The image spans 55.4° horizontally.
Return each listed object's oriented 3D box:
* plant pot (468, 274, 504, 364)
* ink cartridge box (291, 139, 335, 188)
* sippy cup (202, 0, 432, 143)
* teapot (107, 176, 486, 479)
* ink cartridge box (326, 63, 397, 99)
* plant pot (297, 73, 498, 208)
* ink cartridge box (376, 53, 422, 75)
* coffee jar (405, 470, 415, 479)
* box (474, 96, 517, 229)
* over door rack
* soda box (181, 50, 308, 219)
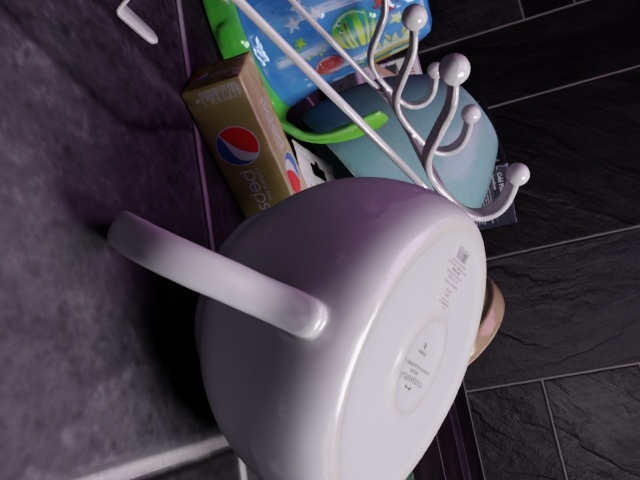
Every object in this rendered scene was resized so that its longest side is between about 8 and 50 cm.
[{"bbox_3d":[0.151,0.109,0.940,0.110,0.237,0.237,50,22,-16],"label":"plant pot"},{"bbox_3d":[0.000,0.000,0.789,0.181,0.056,0.225,14,58,-74],"label":"ink cartridge box"},{"bbox_3d":[0.006,-0.289,0.713,0.240,0.224,0.306,-80,153,-56],"label":"sippy cup"},{"bbox_3d":[-0.006,0.058,0.458,0.252,0.187,0.256,-35,134,-43],"label":"teapot"},{"bbox_3d":[0.111,-0.217,1.167,0.193,0.088,0.235,14,60,-43],"label":"ink cartridge box"},{"bbox_3d":[0.132,-0.121,0.868,0.290,0.195,0.290,50,2,-2],"label":"plant pot"},{"bbox_3d":[0.157,-0.357,1.439,0.072,0.175,0.128,-65,138,-68],"label":"ink cartridge box"},{"bbox_3d":[0.090,0.345,0.741,0.096,0.079,0.185,-59,132,-74],"label":"coffee jar"},{"bbox_3d":[0.305,-0.176,1.561,0.343,0.312,0.179,-85,156,-50],"label":"box"},{"bbox_3d":[0.016,-0.170,0.498,0.324,0.108,0.240,26,28,-26],"label":"over door rack"},{"bbox_3d":[-0.064,-0.084,0.595,0.061,0.058,0.181,-84,156,-52],"label":"soda box"}]
